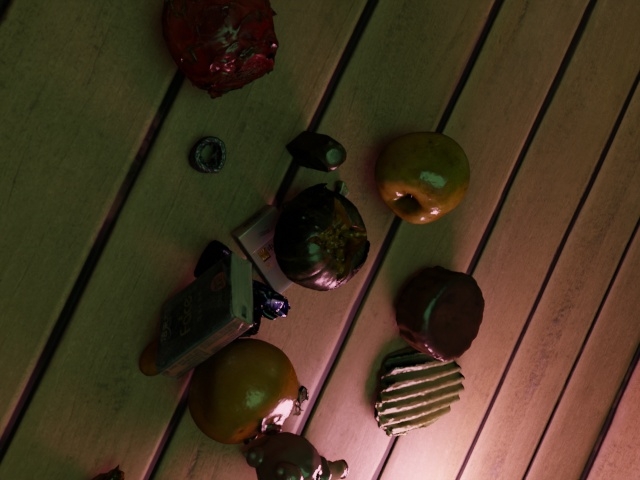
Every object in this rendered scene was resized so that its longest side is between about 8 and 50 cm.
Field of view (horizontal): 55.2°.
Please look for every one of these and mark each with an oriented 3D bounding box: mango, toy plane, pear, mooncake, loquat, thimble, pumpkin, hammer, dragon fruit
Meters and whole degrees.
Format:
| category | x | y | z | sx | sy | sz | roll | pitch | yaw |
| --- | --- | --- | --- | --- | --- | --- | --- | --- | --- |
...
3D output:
| category | x | y | z | sx | sy | sz | roll | pitch | yaw |
| --- | --- | --- | --- | --- | --- | --- | --- | --- | --- |
| mango | -0.446 | 0.331 | 1.767 | 0.159 | 0.084 | 0.105 | -27 | 108 | -23 |
| toy plane | -0.067 | 0.537 | 2.071 | 0.049 | 0.031 | 0.121 | 0 | 99 | -25 |
| pear | 0.338 | -0.215 | 1.984 | 0.304 | 0.304 | 0.304 | -8 | 105 | -29 |
| mooncake | 0.426 | 0.258 | 2.206 | 0.324 | 0.187 | 0.324 | -8 | 105 | -31 |
| loquat | -0.239 | 0.421 | 1.795 | 0.328 | 0.359 | 0.328 | -28 | 155 | -14 |
| thimble | -0.318 | -0.241 | 1.719 | 0.095 | 0.066 | 0.104 | 1 | 98 | -32 |
| pumpkin | 0.000 | 0.000 | 1.818 | 0.320 | 0.192 | 0.320 | 0 | 90 | -47 |
| hammer | -0.003 | -0.103 | 1.950 | 0.226 | 0.041 | 0.159 | -37 | 118 | -19 |
| dragon fruit | -0.254 | -0.527 | 1.562 | 0.295 | 0.295 | 0.302 | -31 | 112 | -21 |

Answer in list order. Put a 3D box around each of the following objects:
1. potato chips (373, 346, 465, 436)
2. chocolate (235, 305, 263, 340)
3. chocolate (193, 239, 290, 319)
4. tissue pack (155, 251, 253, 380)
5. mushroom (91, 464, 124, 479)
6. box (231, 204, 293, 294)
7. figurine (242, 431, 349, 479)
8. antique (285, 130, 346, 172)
| category | x | y | z | sx | sy | sz | roll | pitch | yaw |
| --- | --- | --- | --- | --- | --- | --- | --- | --- | --- |
| potato chips | 0.377 | 0.570 | 2.324 | 0.429 | 0.070 | 0.358 | -6 | 107 | -28 |
| chocolate | -0.235 | 0.234 | 1.761 | 0.133 | 0.156 | 0.156 | 22 | 90 | -31 |
| chocolate | -0.228 | 0.137 | 1.839 | 0.148 | 0.126 | 0.343 | -32 | 127 | 24 |
| tissue pack | -0.311 | 0.206 | 1.653 | 0.315 | 0.228 | 0.103 | -37 | 128 | 26 |
| mushroom | -0.550 | 0.883 | 1.779 | 0.331 | 0.356 | 0.334 | -51 | 158 | -13 |
| box | -0.147 | 0.030 | 1.881 | 0.155 | 0.067 | 0.243 | -43 | 120 | -18 |
| figurine | -0.060 | 0.751 | 2.027 | 0.380 | 0.248 | 0.203 | 29 | 80 | -45 |
| antique | -0.008 | -0.263 | 1.803 | 0.081 | 0.221 | 0.080 | -44 | 119 | -14 |
